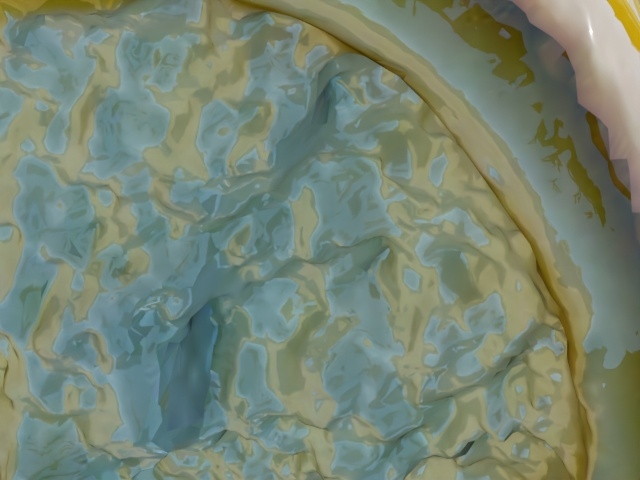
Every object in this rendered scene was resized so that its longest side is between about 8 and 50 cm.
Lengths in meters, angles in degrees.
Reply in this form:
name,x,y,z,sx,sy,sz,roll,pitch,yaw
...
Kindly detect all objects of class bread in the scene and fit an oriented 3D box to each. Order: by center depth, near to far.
name,x,y,z,sx,sy,sz,roll,pitch,yaw
bread,-0.019,-0.004,0.781,0.245,0.329,0.424,-96,166,-55
